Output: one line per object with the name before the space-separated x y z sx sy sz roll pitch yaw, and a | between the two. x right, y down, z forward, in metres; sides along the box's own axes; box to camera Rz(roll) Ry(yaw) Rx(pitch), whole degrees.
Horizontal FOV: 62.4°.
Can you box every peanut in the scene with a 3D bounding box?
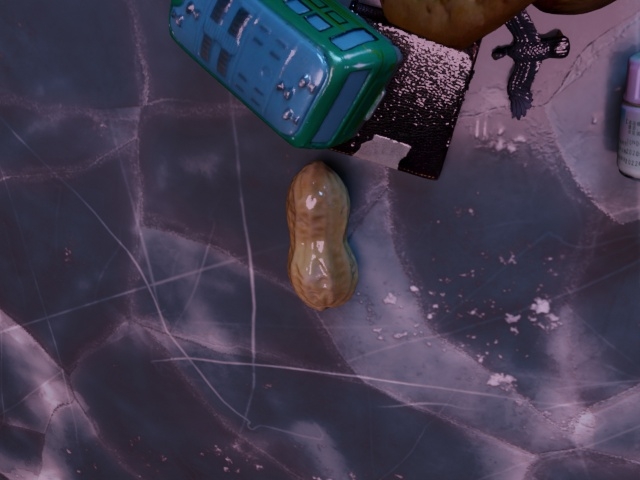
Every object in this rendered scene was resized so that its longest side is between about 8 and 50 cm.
peanut | 0.000 0.000 1.000 0.149 0.149 0.314 7 117 16

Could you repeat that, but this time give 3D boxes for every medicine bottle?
medicine bottle | 0.496 -0.178 0.744 0.135 0.135 0.169 0 116 19

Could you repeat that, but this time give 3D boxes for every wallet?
wallet | 0.128 -0.242 0.880 0.220 0.071 0.263 17 126 9

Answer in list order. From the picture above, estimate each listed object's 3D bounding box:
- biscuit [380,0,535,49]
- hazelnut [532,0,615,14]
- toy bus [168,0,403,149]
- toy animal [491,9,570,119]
biscuit | 0.179 -0.432 0.668 0.359 0.046 0.360 14 108 50
hazelnut | 0.326 -0.399 0.667 0.208 0.208 0.208 8 118 15
toy bus | -0.068 -0.297 0.799 0.343 0.199 0.184 42 128 12
toy animal | 0.313 -0.287 0.794 0.107 0.062 0.220 -1 121 19
